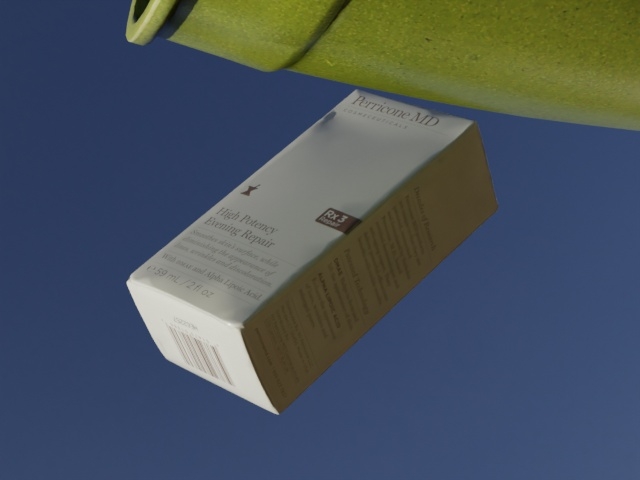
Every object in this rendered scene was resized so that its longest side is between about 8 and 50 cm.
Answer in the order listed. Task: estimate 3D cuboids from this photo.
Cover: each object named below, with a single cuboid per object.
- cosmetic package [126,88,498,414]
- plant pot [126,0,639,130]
[{"bbox_3d":[0.000,0.000,0.933,0.231,0.117,0.085,-43,-48,-27],"label":"cosmetic package"},{"bbox_3d":[0.132,-0.206,0.699,0.353,0.366,0.366,21,-69,-13],"label":"plant pot"}]
